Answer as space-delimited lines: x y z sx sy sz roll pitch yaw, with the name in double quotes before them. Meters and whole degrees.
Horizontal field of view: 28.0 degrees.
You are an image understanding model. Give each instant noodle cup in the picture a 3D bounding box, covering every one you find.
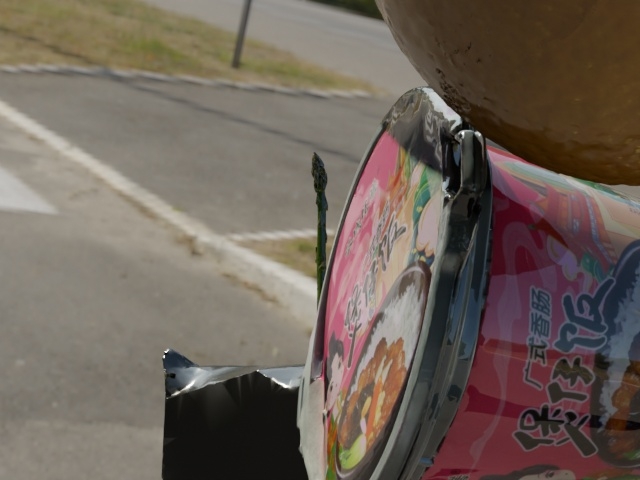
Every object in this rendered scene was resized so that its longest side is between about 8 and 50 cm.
"instant noodle cup" 0.111 0.053 0.760 0.182 0.258 0.302 12 -22 -12

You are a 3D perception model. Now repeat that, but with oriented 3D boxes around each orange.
"orange" 0.148 -0.161 0.579 0.274 0.274 0.274 12 11 -2

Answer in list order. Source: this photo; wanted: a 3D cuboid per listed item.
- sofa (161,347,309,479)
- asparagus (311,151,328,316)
"sofa" 0.011 0.175 0.984 0.258 0.200 0.182 -15 -24 38
"asparagus" 0.000 0.000 1.633 0.022 0.232 0.023 -11 -16 36
